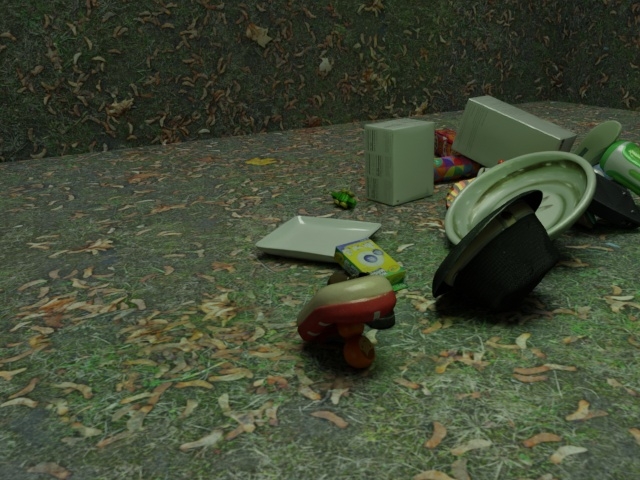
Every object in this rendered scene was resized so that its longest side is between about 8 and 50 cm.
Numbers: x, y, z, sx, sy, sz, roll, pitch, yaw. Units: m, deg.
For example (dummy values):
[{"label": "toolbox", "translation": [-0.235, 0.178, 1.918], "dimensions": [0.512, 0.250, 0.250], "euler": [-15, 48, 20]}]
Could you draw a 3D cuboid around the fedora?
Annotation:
[{"label": "fedora", "translation": [0.397, 0.048, 1.281], "dimensions": [0.334, 0.334, 0.152], "euler": [-21, 60, -42]}]

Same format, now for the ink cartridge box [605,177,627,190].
[{"label": "ink cartridge box", "translation": [0.868, -0.165, 1.982], "dimensions": [0.134, 0.078, 0.231], "euler": [-19, 26, -40]}]

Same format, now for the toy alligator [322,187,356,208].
[{"label": "toy alligator", "translation": [0.074, -0.144, 2.062], "dimensions": [0.051, 0.056, 0.190], "euler": [35, -5, -35]}]

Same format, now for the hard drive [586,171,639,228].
[{"label": "hard drive", "translation": [0.801, -0.131, 1.728], "dimensions": [0.255, 0.054, 0.172], "euler": [23, 41, -16]}]

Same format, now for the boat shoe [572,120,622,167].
[{"label": "boat shoe", "translation": [0.890, -0.297, 1.948], "dimensions": [0.081, 0.227, 0.079], "euler": [-3, 54, -38]}]

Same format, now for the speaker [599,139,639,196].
[{"label": "speaker", "translation": [1.005, -0.185, 1.824], "dimensions": [0.131, 0.131, 0.296], "euler": [-15, 47, -30]}]

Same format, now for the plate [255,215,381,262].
[{"label": "plate", "translation": [0.000, 0.000, 1.676], "dimensions": [0.277, 0.045, 0.278], "euler": [7, 22, 22]}]

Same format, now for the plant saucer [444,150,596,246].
[{"label": "plant saucer", "translation": [0.532, -0.078, 1.592], "dimensions": [0.401, 0.100, 0.400], "euler": [-27, 28, 16]}]

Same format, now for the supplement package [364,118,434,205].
[{"label": "supplement package", "translation": [0.276, -0.277, 2.086], "dimensions": [0.204, 0.261, 0.145], "euler": [-17, 25, -34]}]

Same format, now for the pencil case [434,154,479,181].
[{"label": "pencil case", "translation": [0.493, -0.283, 2.309], "dimensions": [0.236, 0.104, 0.104], "euler": [-7, 20, -22]}]

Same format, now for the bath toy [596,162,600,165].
[{"label": "bath toy", "translation": [1.067, -0.287, 2.227], "dimensions": [0.348, 0.129, 0.151], "euler": [-1, 54, 7]}]

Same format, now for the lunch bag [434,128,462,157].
[{"label": "lunch bag", "translation": [0.655, -0.424, 2.676], "dimensions": [0.258, 0.120, 0.293], "euler": [-1, 21, -7]}]

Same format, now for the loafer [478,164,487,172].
[{"label": "loafer", "translation": [0.681, -0.315, 2.405], "dimensions": [0.268, 0.084, 0.096], "euler": [12, 25, 35]}]

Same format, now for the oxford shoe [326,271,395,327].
[{"label": "oxford shoe", "translation": [0.087, 0.103, 1.313], "dimensions": [0.083, 0.096, 0.227], "euler": [-16, 22, -28]}]

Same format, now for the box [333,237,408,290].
[{"label": "box", "translation": [0.123, 0.064, 1.446], "dimensions": [0.105, 0.043, 0.179], "euler": [-15, 42, -31]}]

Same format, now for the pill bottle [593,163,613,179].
[{"label": "pill bottle", "translation": [0.960, -0.215, 2.094], "dimensions": [0.087, 0.087, 0.160], "euler": [17, 27, 42]}]

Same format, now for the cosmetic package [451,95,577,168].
[{"label": "cosmetic package", "translation": [0.699, -0.360, 2.195], "dimensions": [0.385, 0.217, 0.156], "euler": [36, 38, 29]}]

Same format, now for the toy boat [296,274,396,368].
[{"label": "toy boat", "translation": [0.057, 0.160, 1.103], "dimensions": [0.151, 0.151, 0.231], "euler": [-12, -20, -25]}]

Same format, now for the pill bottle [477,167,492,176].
[{"label": "pill bottle", "translation": [0.636, -0.185, 2.006], "dimensions": [0.209, 0.119, 0.119], "euler": [9, 23, 30]}]

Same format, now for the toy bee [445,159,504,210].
[{"label": "toy bee", "translation": [0.545, -0.170, 1.912], "dimensions": [0.298, 0.162, 0.195], "euler": [4, -25, -7]}]

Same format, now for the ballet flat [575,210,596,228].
[{"label": "ballet flat", "translation": [0.762, -0.124, 1.836], "dimensions": [0.106, 0.107, 0.316], "euler": [-29, 25, 31]}]
